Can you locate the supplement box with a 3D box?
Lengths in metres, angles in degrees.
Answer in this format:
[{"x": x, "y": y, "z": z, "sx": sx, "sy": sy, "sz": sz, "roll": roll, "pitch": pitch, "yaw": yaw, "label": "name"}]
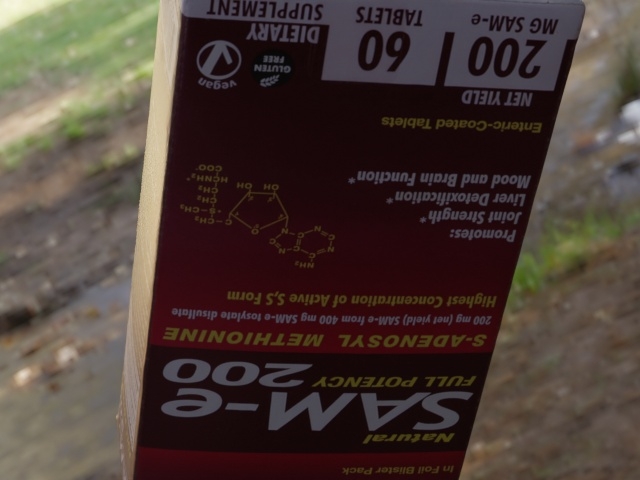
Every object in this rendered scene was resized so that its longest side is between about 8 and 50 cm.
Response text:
[{"x": 0.000, "y": 0.000, "z": 0.590, "sx": 0.130, "sy": 0.239, "sz": 0.073, "roll": 1, "pitch": 37, "yaw": -11, "label": "supplement box"}]
